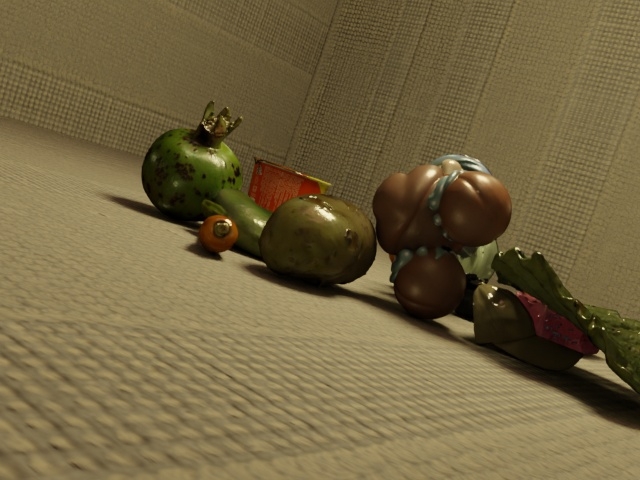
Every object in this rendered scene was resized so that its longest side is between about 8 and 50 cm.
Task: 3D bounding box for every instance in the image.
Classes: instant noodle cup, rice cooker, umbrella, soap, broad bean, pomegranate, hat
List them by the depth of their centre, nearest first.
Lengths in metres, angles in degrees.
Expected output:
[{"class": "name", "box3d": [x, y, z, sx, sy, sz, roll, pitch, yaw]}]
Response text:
[{"class": "hat", "box3d": [0.353, 0.140, 1.329, 0.173, 0.144, 0.166, -3, -1, 19]}, {"class": "broad bean", "box3d": [-0.122, -0.024, 1.472, 0.228, 0.100, 0.169, 21, 12, 2]}, {"class": "pomegranate", "box3d": [-0.251, -0.153, 1.581, 0.211, 0.263, 0.211, 21, 27, -11]}, {"class": "umbrella", "box3d": [0.286, 0.110, 1.624, 0.118, 0.118, 0.340, 15, 15, -47]}, {"class": "soap", "box3d": [0.502, 0.172, 1.673, 0.162, 0.099, 0.250, 22, 5, 34]}, {"class": "instant noodle cup", "box3d": [-0.097, -0.096, 1.963, 0.213, 0.174, 0.213, 20, 3, -1]}, {"class": "rice cooker", "box3d": [0.344, 0.036, 2.022, 0.226, 0.226, 0.244, 20, 6, 20]}]

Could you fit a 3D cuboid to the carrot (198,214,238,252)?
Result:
[{"class": "carrot", "box3d": [-0.185, -0.008, 1.329, 0.061, 0.061, 0.256, 18, -7, -14]}]

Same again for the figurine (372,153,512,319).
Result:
[{"class": "figurine", "box3d": [0.228, -0.034, 1.467, 0.248, 0.277, 0.388, 31, 19, 17]}]

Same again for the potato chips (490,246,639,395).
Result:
[{"class": "potato chips", "box3d": [0.456, 0.143, 1.235, 0.389, 0.097, 0.373, 23, 17, -40]}]

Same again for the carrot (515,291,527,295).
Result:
[{"class": "carrot", "box3d": [0.567, 0.177, 2.220, 0.059, 0.059, 0.248, 21, 7, 21]}]

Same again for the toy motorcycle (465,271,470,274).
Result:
[{"class": "toy motorcycle", "box3d": [0.314, 0.112, 1.843, 0.190, 0.074, 0.106, 21, 14, 17]}]

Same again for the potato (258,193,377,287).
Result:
[{"class": "potato", "box3d": [0.000, 0.000, 1.326, 0.165, 0.165, 0.262, 21, 9, 22]}]
